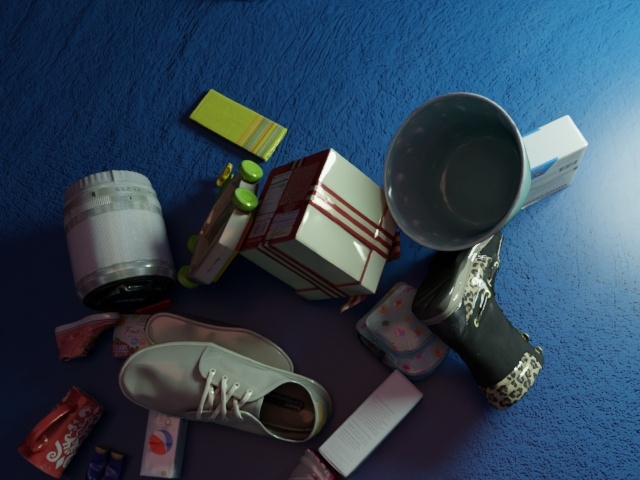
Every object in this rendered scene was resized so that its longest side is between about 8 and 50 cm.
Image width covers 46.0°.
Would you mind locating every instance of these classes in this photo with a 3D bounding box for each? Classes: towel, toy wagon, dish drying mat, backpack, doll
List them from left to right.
[{"bbox_3d":[-0.489,0.538,1.613,0.129,0.046,0.189,19,81,3],"label":"doll"},{"bbox_3d":[-0.382,0.155,1.735,0.083,0.032,0.008,-18,62,0],"label":"dish drying mat"},{"bbox_3d":[-0.214,-0.056,1.685,0.068,0.267,0.344,29,32,-17],"label":"toy wagon"},{"bbox_3d":[-0.204,-0.287,1.869,0.237,0.021,0.102,30,72,16],"label":"towel"},{"bbox_3d":[0.188,0.198,1.599,0.166,0.144,0.188,-42,78,-13],"label":"backpack"}]

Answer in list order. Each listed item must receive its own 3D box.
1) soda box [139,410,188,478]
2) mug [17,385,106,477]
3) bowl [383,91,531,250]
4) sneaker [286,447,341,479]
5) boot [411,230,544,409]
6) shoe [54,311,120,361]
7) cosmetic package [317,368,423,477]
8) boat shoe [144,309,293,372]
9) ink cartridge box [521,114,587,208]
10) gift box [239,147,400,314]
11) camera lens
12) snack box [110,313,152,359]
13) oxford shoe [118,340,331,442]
[{"bbox_3d":[-0.331,0.401,1.629,0.074,0.069,0.216,2,71,7],"label":"soda box"},{"bbox_3d":[-0.549,0.409,1.617,0.113,0.150,0.169,39,74,-8],"label":"mug"},{"bbox_3d":[0.299,-0.128,1.530,0.311,0.163,0.311,-5,82,37],"label":"bowl"},{"bbox_3d":[0.025,0.548,1.530,0.111,0.103,0.252,-44,66,-4],"label":"sneaker"},{"bbox_3d":[0.352,0.144,1.581,0.138,0.377,0.284,-29,102,35],"label":"boot"},{"bbox_3d":[-0.522,0.219,1.702,0.178,0.063,0.081,-18,74,21],"label":"shoe"},{"bbox_3d":[0.106,0.380,1.560,0.085,0.117,0.231,42,80,16],"label":"cosmetic package"},{"bbox_3d":[-0.219,0.228,1.655,0.335,0.095,0.112,20,88,-5],"label":"boat shoe"},{"bbox_3d":[0.482,-0.165,1.651,0.148,0.203,0.086,-25,69,-2],"label":"ink cartridge box"},{"bbox_3d":[0.000,0.000,1.598,0.258,0.255,0.276,33,68,-29],"label":"gift box"},{"bbox_3d":[-0.453,0.009,1.693,0.219,0.219,0.274,-18,71,1],"label":"camera lens"},{"bbox_3d":[-0.398,0.220,1.712,0.141,0.037,0.100,0,70,6],"label":"snack box"},{"bbox_3d":[-0.192,0.314,1.551,0.449,0.130,0.169,14,96,-4],"label":"oxford shoe"}]
